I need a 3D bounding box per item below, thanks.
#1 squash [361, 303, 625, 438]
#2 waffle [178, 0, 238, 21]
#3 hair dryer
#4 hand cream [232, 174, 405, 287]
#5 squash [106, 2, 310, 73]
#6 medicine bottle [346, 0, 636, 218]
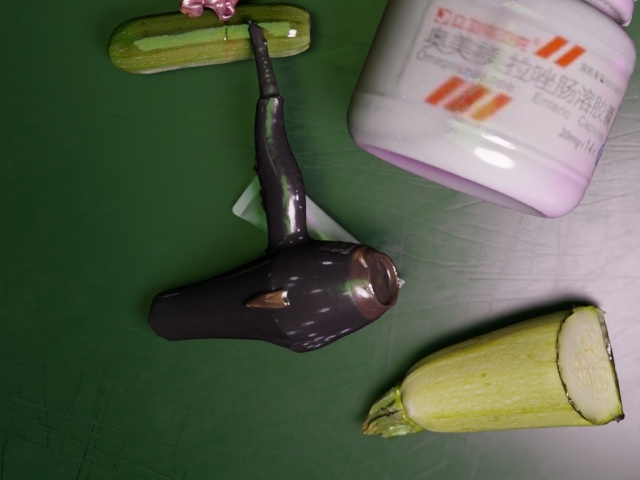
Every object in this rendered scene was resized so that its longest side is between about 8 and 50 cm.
[{"bbox_3d":[0.175,0.151,1.523,0.287,0.137,0.137,-9,95,10],"label":"squash"},{"bbox_3d":[-0.130,-0.360,1.480,0.221,0.055,0.234,34,73,-29],"label":"waffle"},{"bbox_3d":[-0.072,-0.055,1.523,0.304,0.120,0.359,-7,90,36],"label":"hair dryer"},{"bbox_3d":[0.000,0.000,1.566,0.205,0.050,0.078,38,112,6],"label":"hand cream"},{"bbox_3d":[-0.123,-0.223,1.547,0.229,0.066,0.066,-5,96,7],"label":"squash"},{"bbox_3d":[0.192,-0.207,1.412,0.256,0.256,0.325,23,90,4],"label":"medicine bottle"}]
